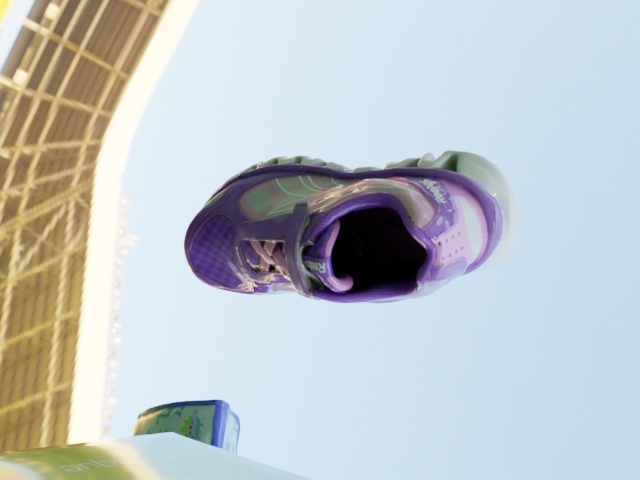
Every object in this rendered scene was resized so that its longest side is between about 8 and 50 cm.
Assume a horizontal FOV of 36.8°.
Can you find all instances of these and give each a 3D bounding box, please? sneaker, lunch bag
[{"bbox_3d":[0.000,0.000,0.613,0.237,0.095,0.104,-5,-161,31],"label":"sneaker"},{"bbox_3d":[-0.130,0.226,0.935,0.151,0.096,0.128,145,-45,-59],"label":"lunch bag"}]

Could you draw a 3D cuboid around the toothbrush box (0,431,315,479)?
[{"bbox_3d":[-0.056,0.178,0.415,0.283,0.206,0.122,9,-88,41],"label":"toothbrush box"}]
